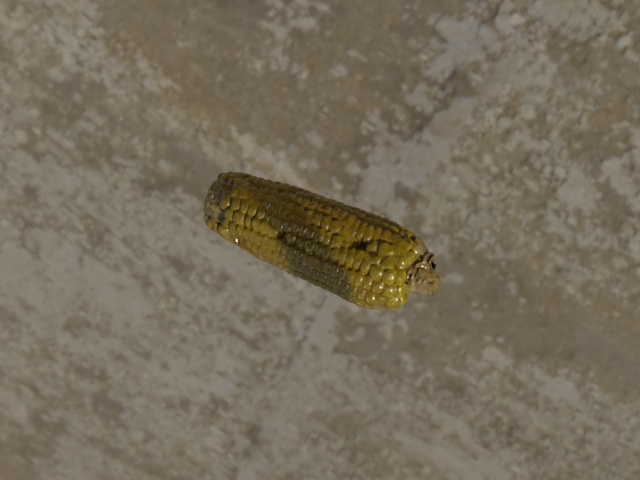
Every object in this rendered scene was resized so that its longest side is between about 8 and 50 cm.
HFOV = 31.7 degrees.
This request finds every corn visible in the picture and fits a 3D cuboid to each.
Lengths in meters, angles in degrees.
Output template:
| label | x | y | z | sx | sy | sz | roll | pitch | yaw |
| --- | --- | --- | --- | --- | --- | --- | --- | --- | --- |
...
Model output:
| label | x | y | z | sx | sy | sz | roll | pitch | yaw |
| --- | --- | --- | --- | --- | --- | --- | --- | --- | --- |
| corn | 0.000 | 0.000 | 1.158 | 0.262 | 0.097 | 0.097 | 22 | 145 | 14 |
